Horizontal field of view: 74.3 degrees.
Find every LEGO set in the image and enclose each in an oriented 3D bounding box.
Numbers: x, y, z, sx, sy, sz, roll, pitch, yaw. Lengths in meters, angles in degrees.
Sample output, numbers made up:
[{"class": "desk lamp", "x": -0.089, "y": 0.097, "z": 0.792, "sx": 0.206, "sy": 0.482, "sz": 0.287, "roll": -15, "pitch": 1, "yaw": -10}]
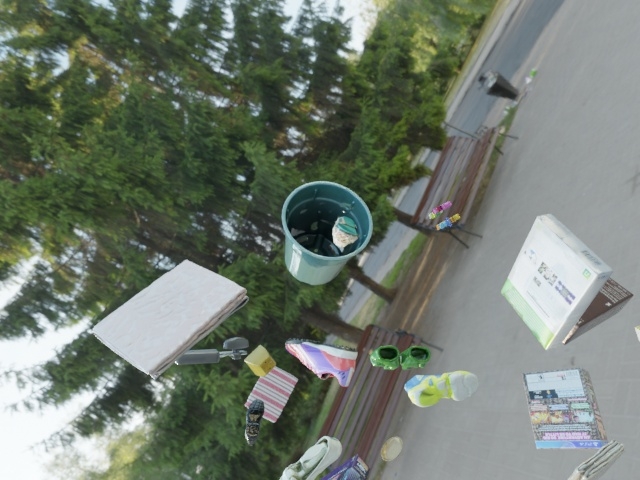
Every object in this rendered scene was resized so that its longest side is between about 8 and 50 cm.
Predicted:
[{"class": "LEGO set", "x": 0.487, "y": -0.095, "z": 1.635, "sx": 0.093, "sy": 0.087, "sz": 0.227, "roll": -28, "pitch": -5, "yaw": 8}]

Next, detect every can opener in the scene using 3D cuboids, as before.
[{"class": "can opener", "x": -0.423, "y": 0.428, "z": 1.657, "sx": 0.076, "sy": 0.283, "sz": 0.095, "roll": -9, "pitch": 78, "yaw": 62}]

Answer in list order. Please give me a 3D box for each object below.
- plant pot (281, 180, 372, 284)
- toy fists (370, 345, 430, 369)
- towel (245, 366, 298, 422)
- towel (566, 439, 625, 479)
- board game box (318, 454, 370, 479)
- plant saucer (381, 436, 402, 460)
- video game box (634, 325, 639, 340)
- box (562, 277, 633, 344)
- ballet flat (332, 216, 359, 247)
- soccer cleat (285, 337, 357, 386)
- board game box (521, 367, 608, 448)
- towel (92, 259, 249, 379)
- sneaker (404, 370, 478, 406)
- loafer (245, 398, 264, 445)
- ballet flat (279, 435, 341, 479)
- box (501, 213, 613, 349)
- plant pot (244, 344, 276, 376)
[{"class": "plant pot", "x": 0.000, "y": 0.000, "z": 1.691, "sx": 0.341, "sy": 0.341, "sz": 0.334, "roll": -62, "pitch": -5, "yaw": -31}, {"class": "toy fists", "x": 0.373, "y": 0.553, "z": 1.982, "sx": 0.142, "sy": 0.278, "sz": 0.096, "roll": 105, "pitch": 165, "yaw": -65}, {"class": "towel", "x": -0.197, "y": 0.611, "z": 1.700, "sx": 0.197, "sy": 0.144, "sz": 0.029, "roll": -61, "pitch": -2, "yaw": -7}, {"class": "towel", "x": 0.874, "y": 0.750, "z": 1.371, "sx": 0.187, "sy": 0.049, "sz": 0.282, "roll": -25, "pitch": -45, "yaw": -14}, {"class": "board game box", "x": 0.020, "y": 0.558, "z": 0.904, "sx": 0.170, "sy": 0.048, "sz": 0.141, "roll": -47, "pitch": -5, "yaw": 25}, {"class": "plant saucer", "x": 0.230, "y": 0.666, "z": 1.343, "sx": 0.083, "sy": 0.015, "sz": 0.083, "roll": -38, "pitch": 13, "yaw": 11}, {"class": "video game box", "x": 0.918, "y": 0.232, "z": 1.025, "sx": 0.205, "sy": 0.187, "sz": 0.048, "roll": -21, "pitch": -86, "yaw": -76}, {"class": "box", "x": 1.128, "y": 0.275, "z": 1.829, "sx": 0.381, "sy": 0.191, "sz": 0.143, "roll": -20, "pitch": -41, "yaw": -22}, {"class": "ballet flat", "x": 0.077, "y": -0.019, "z": 1.364, "sx": 0.077, "sy": 0.091, "sz": 0.241, "roll": -64, "pitch": -2, "yaw": 14}, {"class": "soccer cleat", "x": -0.014, "y": 0.387, "z": 1.374, "sx": 0.318, "sy": 0.108, "sz": 0.117, "roll": -4, "pitch": 72, "yaw": 47}, {"class": "board game box", "x": 0.981, "y": 0.681, "z": 1.703, "sx": 0.232, "sy": 0.141, "sz": 0.291, "roll": -21, "pitch": 57, "yaw": 37}, {"class": "towel", "x": -0.410, "y": 0.198, "z": 1.163, "sx": 0.332, "sy": 0.316, "sz": 0.054, "roll": -41, "pitch": -48, "yaw": -35}, {"class": "sneaker", "x": 0.377, "y": 0.455, "z": 1.351, "sx": 0.126, "sy": 0.240, "sz": 0.091, "roll": -168, "pitch": 76, "yaw": -70}, {"class": "loafer", "x": -0.239, "y": 0.649, "z": 1.515, "sx": 0.170, "sy": 0.062, "sz": 0.061, "roll": -79, "pitch": 0, "yaw": -61}, {"class": "ballet flat", "x": -0.080, "y": 1.020, "z": 1.878, "sx": 0.400, "sy": 0.139, "sz": 0.139, "roll": -41, "pitch": -8, "yaw": -10}, {"class": "box", "x": 0.645, "y": 0.120, "z": 1.193, "sx": 0.232, "sy": 0.058, "sz": 0.322, "roll": -112, "pitch": 19, "yaw": -45}, {"class": "plant pot", "x": -0.207, "y": 0.440, "z": 1.520, "sx": 0.081, "sy": 0.082, "sz": 0.083, "roll": -42, "pitch": 22, "yaw": -25}]
